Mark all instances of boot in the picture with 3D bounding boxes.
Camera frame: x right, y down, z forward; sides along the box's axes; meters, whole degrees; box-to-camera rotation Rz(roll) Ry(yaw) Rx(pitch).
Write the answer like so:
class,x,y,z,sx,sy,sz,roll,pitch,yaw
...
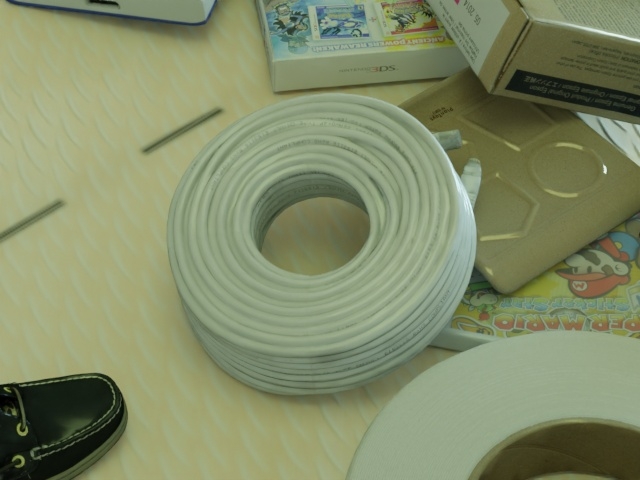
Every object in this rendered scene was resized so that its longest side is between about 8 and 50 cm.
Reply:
class,x,y,z,sx,sy,sz,roll,pitch,yaw
boot,-0.260,0.119,1.442,0.236,0.178,0.085,-17,51,-16

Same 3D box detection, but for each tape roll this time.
class,x,y,z,sx,sy,sz,roll,pitch,yaw
tape roll,0.202,0.236,1.436,0.392,0.072,0.392,2,48,-2

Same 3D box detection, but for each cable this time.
class,x,y,z,sx,sy,sz,roll,pitch,yaw
cable,0.000,0.000,1.586,0.257,0.089,0.257,0,62,11

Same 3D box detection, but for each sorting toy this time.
class,x,y,z,sx,sy,sz,roll,pitch,yaw
sorting toy,0.159,-0.060,1.692,0.193,0.038,0.208,-30,60,-26

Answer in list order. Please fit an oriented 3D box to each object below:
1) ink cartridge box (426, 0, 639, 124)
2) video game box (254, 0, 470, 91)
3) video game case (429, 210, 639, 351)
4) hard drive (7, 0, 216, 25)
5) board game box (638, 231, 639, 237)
class,x,y,z,sx,sy,sz,roll,pitch,yaw
ink cartridge box,0.204,-0.217,1.771,0.193,0.088,0.235,8,36,-29
video game box,0.041,-0.228,1.859,0.205,0.048,0.187,-5,46,-7
video game case,0.207,0.025,1.655,0.227,0.026,0.206,11,49,6
hard drive,-0.167,-0.342,1.940,0.210,0.040,0.319,8,48,14
board game box,0.345,-0.087,1.651,0.026,0.126,0.186,36,55,-23
